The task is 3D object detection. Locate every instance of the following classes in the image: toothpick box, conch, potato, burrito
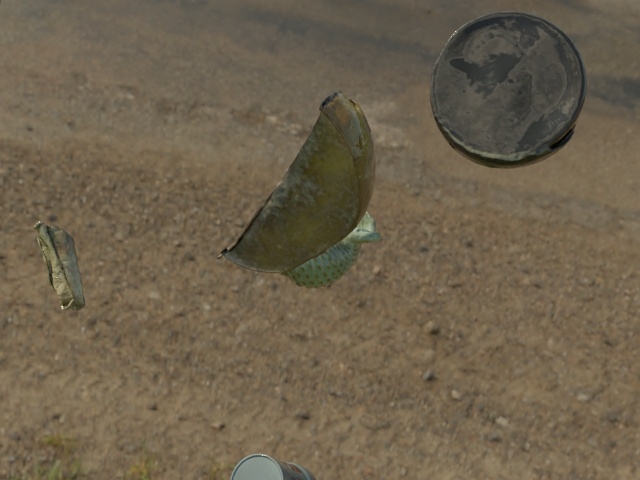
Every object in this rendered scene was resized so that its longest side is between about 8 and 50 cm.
[{"bbox_3d":[-0.076,0.423,1.628,0.101,0.101,0.153,35,-4,30],"label":"toothpick box"},{"bbox_3d":[-0.004,0.004,1.375,0.153,0.102,0.135,-11,61,-26],"label":"conch"},{"bbox_3d":[0.005,-0.049,1.008,0.100,0.261,0.120,42,44,4],"label":"potato"},{"bbox_3d":[-0.407,0.040,1.509,0.055,0.041,0.149,-10,80,-55],"label":"burrito"}]

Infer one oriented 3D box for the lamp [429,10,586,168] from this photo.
[{"bbox_3d":[0.192,-0.123,0.817,0.130,0.108,0.371,45,21,16],"label":"lamp"}]
